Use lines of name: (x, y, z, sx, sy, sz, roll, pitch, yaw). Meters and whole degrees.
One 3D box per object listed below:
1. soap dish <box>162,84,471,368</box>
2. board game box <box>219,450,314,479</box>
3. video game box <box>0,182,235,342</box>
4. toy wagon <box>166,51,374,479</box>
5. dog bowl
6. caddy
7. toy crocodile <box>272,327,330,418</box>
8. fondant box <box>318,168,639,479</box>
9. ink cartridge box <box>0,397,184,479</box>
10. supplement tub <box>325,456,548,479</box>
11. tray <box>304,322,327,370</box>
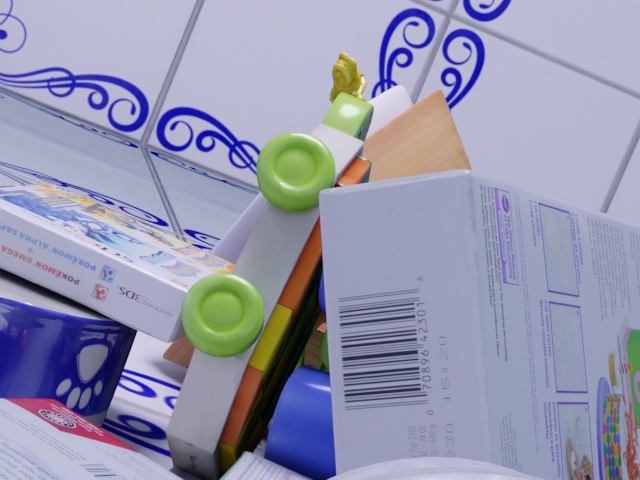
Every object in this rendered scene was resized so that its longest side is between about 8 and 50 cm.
soap dish: (0.000, 0.000, 1.479, 0.118, 0.291, 0.229, 46, 34, 5)
board game box: (0.064, 0.242, 0.955, 0.317, 0.064, 0.242, 23, 7, 6)
video game box: (-0.166, 0.012, 1.199, 0.187, 0.048, 0.205, 26, 7, 6)
toy wagon: (-0.025, 0.013, 1.201, 0.068, 0.344, 0.267, 24, -20, 6)
dog bowl: (-0.271, 0.053, 1.171, 0.265, 0.104, 0.265, 22, 7, -3)
caddy: (0.079, 0.110, 1.204, 0.179, 0.241, 0.341, 19, -7, 7)
toy crocodile: (0.079, 0.167, 1.406, 0.341, 0.115, 0.105, 21, 31, -7)
fondant box: (0.123, 0.098, 0.941, 0.096, 0.238, 0.330, -8, -9, 29)
ink cartridge box: (-0.154, 0.149, 0.688, 0.128, 0.127, 0.176, 27, 8, 31)
supplement tub: (0.049, 0.204, 0.466, 0.235, 0.235, 0.325, 22, 7, -6)
tray: (0.043, 0.138, 1.685, 0.411, 0.076, 0.203, 24, 6, 6)
